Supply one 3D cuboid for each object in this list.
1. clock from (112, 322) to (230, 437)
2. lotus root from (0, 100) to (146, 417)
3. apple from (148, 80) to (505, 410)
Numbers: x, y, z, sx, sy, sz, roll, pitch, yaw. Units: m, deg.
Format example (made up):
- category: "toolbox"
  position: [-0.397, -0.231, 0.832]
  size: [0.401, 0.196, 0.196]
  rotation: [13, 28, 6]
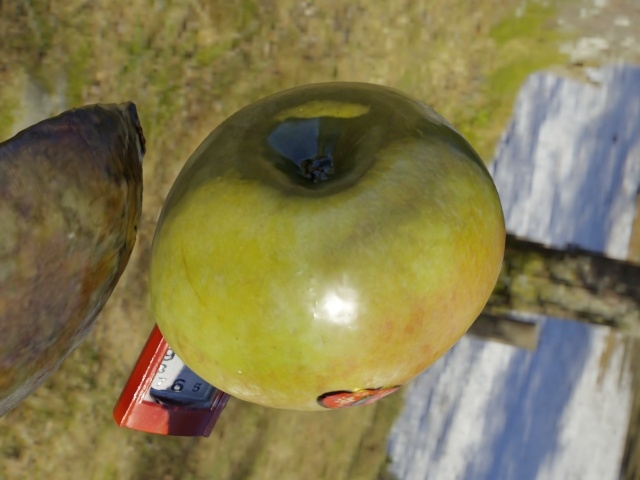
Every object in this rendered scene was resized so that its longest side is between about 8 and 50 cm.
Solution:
- category: "clock"
  position: [-0.142, 0.128, 1.412]
  size: [0.113, 0.061, 0.155]
  rotation: [14, 116, -35]
- category: "lotus root"
  position: [-0.211, 0.036, 0.818]
  size: [0.314, 0.210, 0.142]
  rotation: [-33, 92, -38]
- category: "apple"
  position: [0.000, 0.000, 0.970]
  size: [0.194, 0.261, 0.260]
  rotation: [76, 34, -45]
